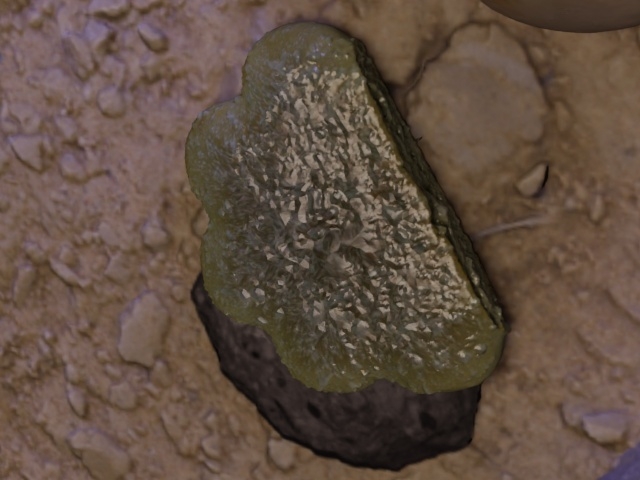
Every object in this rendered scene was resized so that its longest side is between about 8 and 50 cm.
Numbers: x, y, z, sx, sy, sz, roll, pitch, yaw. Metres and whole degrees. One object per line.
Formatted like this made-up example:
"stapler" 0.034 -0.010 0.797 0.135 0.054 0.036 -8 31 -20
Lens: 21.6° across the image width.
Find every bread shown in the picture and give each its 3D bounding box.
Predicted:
"bread" 0.000 0.000 1.184 0.207 0.056 0.286 -30 92 29

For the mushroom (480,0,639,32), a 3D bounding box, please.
"mushroom" 0.175 -0.261 0.905 0.290 0.297 0.298 -6 110 -13
